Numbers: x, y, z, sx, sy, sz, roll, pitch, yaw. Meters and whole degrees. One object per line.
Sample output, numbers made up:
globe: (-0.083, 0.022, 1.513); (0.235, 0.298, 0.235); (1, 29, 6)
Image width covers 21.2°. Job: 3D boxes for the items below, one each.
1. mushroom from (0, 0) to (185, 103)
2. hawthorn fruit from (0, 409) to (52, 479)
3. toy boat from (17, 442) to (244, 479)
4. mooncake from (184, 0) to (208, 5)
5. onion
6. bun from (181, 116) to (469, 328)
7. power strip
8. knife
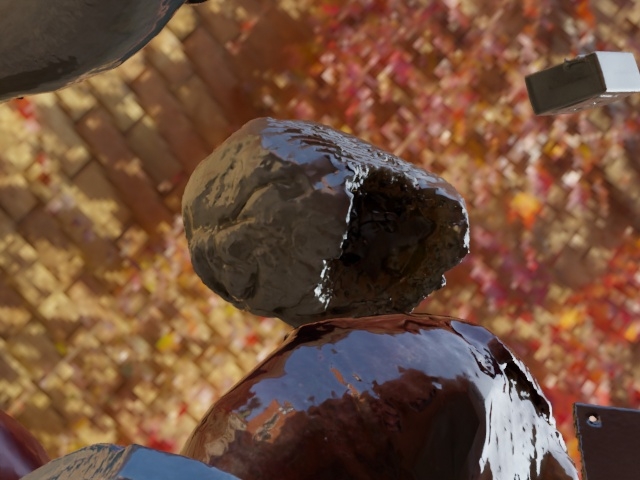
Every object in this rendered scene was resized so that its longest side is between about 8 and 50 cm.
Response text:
mushroom: (-0.149, -0.182, 1.096); (0.126, 0.177, 0.397); (55, -34, -2)
hawthorn fruit: (-0.370, 0.244, 1.425); (0.295, 0.311, 0.295); (63, 6, -13)
toy boat: (-0.084, 0.138, 0.595); (0.102, 0.088, 0.215); (45, -55, -15)
mooncake: (-0.165, -0.330, 1.424); (0.306, 0.154, 0.306); (39, -2, 2)
onion: (0.032, 0.172, 0.764); (0.195, 0.272, 0.272); (33, -32, 36)
bun: (-0.011, -0.007, 1.729); (0.281, 0.281, 0.205); (29, -78, 19)
power strip: (0.253, -0.145, 1.585); (0.075, 0.175, 0.042); (-18, -94, 31)
knife: (0.177, 0.184, 0.888); (0.072, 0.245, 0.019); (7, -43, -7)
